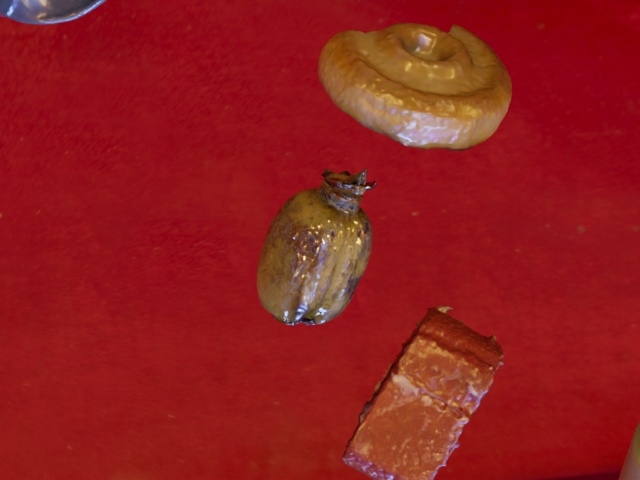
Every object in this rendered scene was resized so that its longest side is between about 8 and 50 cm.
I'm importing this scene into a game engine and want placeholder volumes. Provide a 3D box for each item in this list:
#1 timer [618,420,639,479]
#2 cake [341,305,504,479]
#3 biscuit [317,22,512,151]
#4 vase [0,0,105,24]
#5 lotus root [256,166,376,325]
[{"bbox_3d":[0.580,0.278,1.490,0.291,0.291,0.315,-25,128,-21],"label":"timer"},{"bbox_3d":[0.154,0.236,1.541,0.151,0.177,0.282,29,95,12],"label":"cake"},{"bbox_3d":[0.148,-0.214,1.422,0.274,0.091,0.213,-12,50,-35],"label":"biscuit"},{"bbox_3d":[-0.290,-0.407,1.123,0.156,0.251,0.300,1,84,-42],"label":"vase"},{"bbox_3d":[-0.001,-0.001,1.517,0.154,0.154,0.278,13,112,-20],"label":"lotus root"}]
